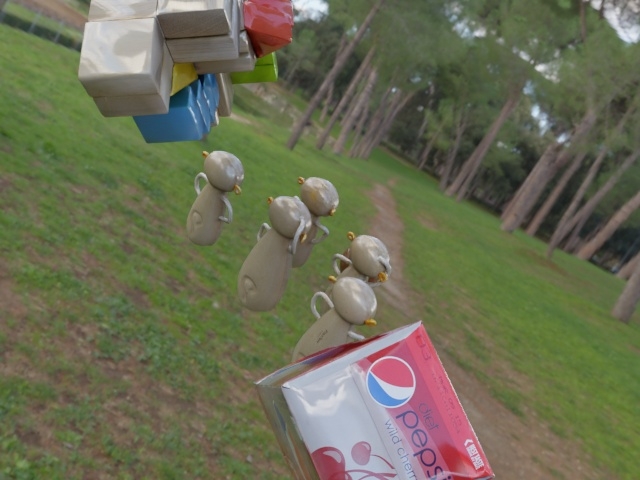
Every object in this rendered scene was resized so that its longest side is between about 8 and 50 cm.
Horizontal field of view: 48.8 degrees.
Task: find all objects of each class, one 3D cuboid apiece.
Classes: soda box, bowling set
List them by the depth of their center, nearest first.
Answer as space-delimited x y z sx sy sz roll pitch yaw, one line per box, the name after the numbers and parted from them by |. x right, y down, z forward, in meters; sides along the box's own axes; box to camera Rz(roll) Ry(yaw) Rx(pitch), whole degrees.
0.016 0.119 0.469 0.092 0.083 0.263 65 -12 7 | soda box
0.000 0.000 0.777 0.200 0.154 0.287 -22 60 -41 | bowling set

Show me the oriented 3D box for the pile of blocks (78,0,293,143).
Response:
-0.073 -0.151 0.561 0.113 0.148 0.362 -3 26 4 | pile of blocks
